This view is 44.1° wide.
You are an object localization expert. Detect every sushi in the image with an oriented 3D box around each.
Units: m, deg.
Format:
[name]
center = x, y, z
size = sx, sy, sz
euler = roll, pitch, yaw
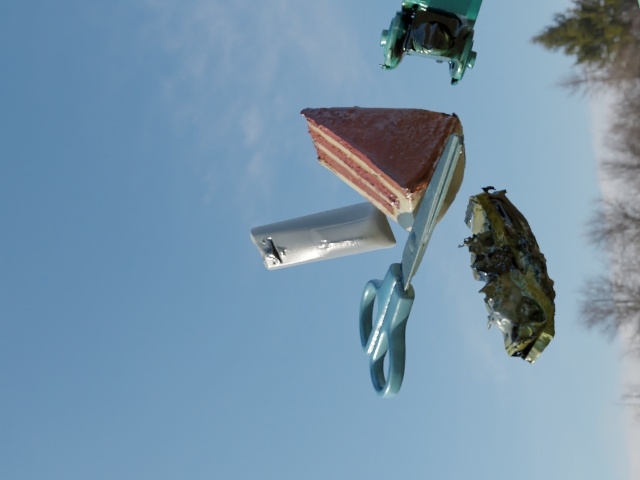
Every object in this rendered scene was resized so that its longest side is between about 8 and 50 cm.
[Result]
[sushi]
center = 0.301, 0.062, 1.280
size = 0.139, 0.131, 0.291
euler = 84, 170, -61

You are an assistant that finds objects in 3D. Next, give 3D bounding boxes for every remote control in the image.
[remote control]
center = 0.000, 0.000, 1.662
size = 0.109, 0.313, 0.055
euler = 65, -153, -26

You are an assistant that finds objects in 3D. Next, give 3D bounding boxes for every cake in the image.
[cake]
center = 0.086, -0.104, 1.251
size = 0.158, 0.262, 0.160
euler = 68, -146, -52

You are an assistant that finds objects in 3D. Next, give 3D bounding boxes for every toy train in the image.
[toy train]
center = 0.133, -0.258, 0.896
size = 0.198, 0.107, 0.154
euler = -61, -12, -76

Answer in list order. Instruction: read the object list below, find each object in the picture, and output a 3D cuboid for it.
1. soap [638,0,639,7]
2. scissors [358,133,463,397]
[soap]
center = 0.510, -0.241, 1.001
size = 0.098, 0.217, 0.273
euler = -35, -69, -37
[scissors]
center = 0.122, 0.033, 1.089
size = 0.193, 0.029, 0.447
euler = -101, 18, -44
